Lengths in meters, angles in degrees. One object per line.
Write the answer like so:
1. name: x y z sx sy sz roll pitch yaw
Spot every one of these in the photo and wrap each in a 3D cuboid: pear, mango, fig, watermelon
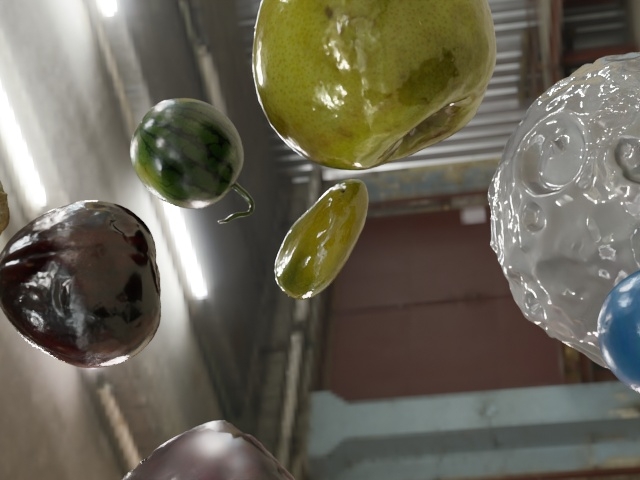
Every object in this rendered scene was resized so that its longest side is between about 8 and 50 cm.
1. pear: 0.061 -0.245 1.545 0.304 0.304 0.303 -5 -90 -80
2. mango: -0.002 0.003 1.670 0.191 0.086 0.122 -59 1 46
3. fig: -0.308 0.046 1.457 0.203 0.250 0.186 -109 33 -48
4. watermelon: -0.159 -0.101 1.662 0.187 0.141 0.140 38 -149 -20

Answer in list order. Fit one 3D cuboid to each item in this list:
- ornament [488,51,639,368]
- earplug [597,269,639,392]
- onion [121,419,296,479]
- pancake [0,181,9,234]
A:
1. ornament: 0.333 -0.035 1.296 0.337 0.337 0.337 -5 -90 -80
2. earplug: 0.357 0.059 1.003 0.132 0.273 0.132 -9 -90 -85
3. onion: -0.056 0.313 0.913 0.336 0.260 0.282 46 166 12
4. pancake: -0.403 -0.035 1.332 0.025 0.152 0.151 129 137 -79
